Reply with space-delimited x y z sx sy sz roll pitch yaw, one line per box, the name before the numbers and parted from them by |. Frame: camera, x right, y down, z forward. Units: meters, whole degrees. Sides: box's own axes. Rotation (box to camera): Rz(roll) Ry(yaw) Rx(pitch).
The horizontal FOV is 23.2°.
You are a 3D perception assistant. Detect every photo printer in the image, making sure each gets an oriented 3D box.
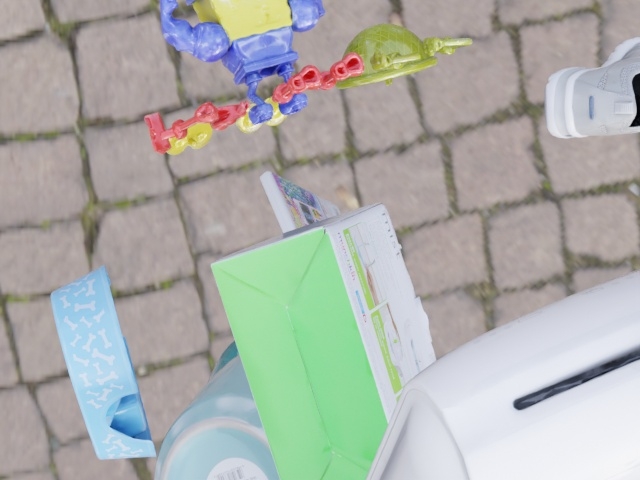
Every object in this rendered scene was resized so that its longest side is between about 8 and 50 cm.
photo printer | 0.157 0.112 0.904 0.256 0.307 0.107 -20 69 -13

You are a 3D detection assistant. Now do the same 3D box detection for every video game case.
video game case | 0.000 0.000 1.850 0.019 0.157 0.143 -38 145 21

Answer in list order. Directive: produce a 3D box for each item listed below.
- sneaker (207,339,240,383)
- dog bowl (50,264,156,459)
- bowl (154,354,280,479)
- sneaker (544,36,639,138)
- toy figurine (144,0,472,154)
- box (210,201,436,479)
sneaker | -0.099 0.262 1.973 0.108 0.121 0.302 15 73 -14
dog bowl | -0.265 0.158 1.897 0.074 0.166 0.297 -14 143 -8
bowl | -0.063 0.274 1.739 0.311 0.163 0.311 1 93 29
sneaker | 0.366 -0.161 1.751 0.281 0.115 0.105 -26 117 -47
toy figurine | -0.043 -0.252 1.702 0.362 0.191 0.217 -19 87 -23
box | 0.024 0.111 1.517 0.126 0.231 0.262 -17 93 16
